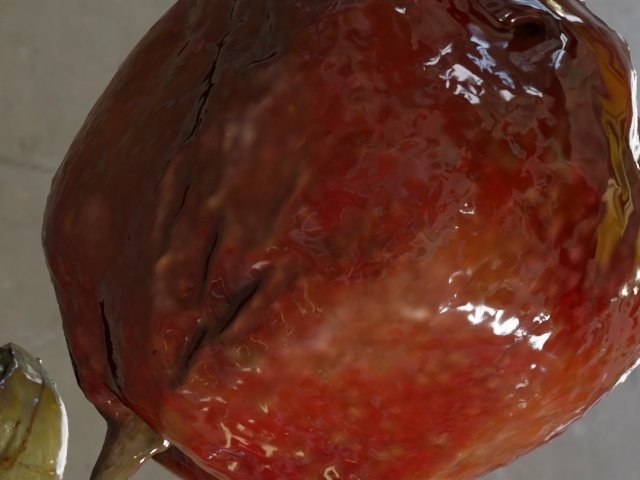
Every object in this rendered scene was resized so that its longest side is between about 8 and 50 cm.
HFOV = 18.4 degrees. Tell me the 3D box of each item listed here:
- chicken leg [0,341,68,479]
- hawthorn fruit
[{"bbox_3d":[-0.159,0.115,0.729,0.178,0.093,0.070,-63,170,5],"label":"chicken leg"},{"bbox_3d":[0.010,-0.011,0.561,0.173,0.179,0.173,-13,90,-78],"label":"hawthorn fruit"}]
